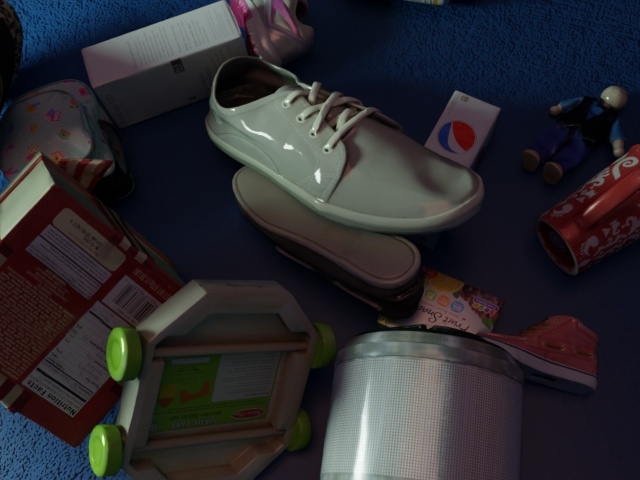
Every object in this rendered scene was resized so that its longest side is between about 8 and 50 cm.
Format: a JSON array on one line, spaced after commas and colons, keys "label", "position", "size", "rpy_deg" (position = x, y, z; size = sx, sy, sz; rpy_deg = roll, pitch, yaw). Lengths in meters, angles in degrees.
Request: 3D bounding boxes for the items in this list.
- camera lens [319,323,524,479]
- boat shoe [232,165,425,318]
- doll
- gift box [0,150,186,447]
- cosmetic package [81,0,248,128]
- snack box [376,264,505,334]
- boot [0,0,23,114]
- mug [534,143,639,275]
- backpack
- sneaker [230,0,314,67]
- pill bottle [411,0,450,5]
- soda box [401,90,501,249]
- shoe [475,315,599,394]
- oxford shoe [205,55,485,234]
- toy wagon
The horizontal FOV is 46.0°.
[{"label": "camera lens", "position": [0.112, 0.244, 0.842], "size": [0.219, 0.219, 0.274], "rpy_deg": [5, 68, 7]}, {"label": "boat shoe", "position": [0.000, 0.000, 1.020], "size": [0.112, 0.095, 0.335], "rpy_deg": [-38, 51, -24]}, {"label": "doll", "position": [0.377, -0.156, 1.081], "size": [0.129, 0.046, 0.189], "rpy_deg": [37, 69, 28]}, {"label": "gift box", "position": [-0.301, 0.049, 0.916], "size": [0.276, 0.255, 0.258], "rpy_deg": [-45, 27, -9]}, {"label": "cosmetic package", "position": [-0.227, -0.265, 1.146], "size": [0.231, 0.117, 0.085], "rpy_deg": [-22, 66, -3]}, {"label": "snack box", "position": [0.158, 0.098, 0.998], "size": [0.141, 0.037, 0.100], "rpy_deg": [23, 72, 14]}, {"label": "boot", "position": [-0.551, -0.166, 1.104], "size": [0.138, 0.377, 0.284], "rpy_deg": [22, 30, -25]}, {"label": "mug", "position": [0.374, -0.048, 0.988], "size": [0.169, 0.150, 0.113], "rpy_deg": [-32, 44, -3]}, {"label": "backpack", "position": [-0.380, -0.140, 1.095], "size": [0.166, 0.144, 0.188], "rpy_deg": [-22, 61, 2]}, {"label": "sneaker", "position": [-0.081, -0.375, 1.195], "size": [0.111, 0.103, 0.252], "rpy_deg": [-17, 73, -7]}, {"label": "pill bottle", "position": [0.147, -0.436, 1.182], "size": [0.215, 0.117, 0.117], "rpy_deg": [11, 69, 10]}, {"label": "soda box", "position": [0.175, -0.101, 1.065], "size": [0.074, 0.069, 0.216], "rpy_deg": [25, 72, 15]}, {"label": "shoe", "position": [0.269, 0.130, 0.948], "size": [0.178, 0.063, 0.081], "rpy_deg": [19, 65, -8]}, {"label": "oxford shoe", "position": [0.009, -0.136, 1.001], "size": [0.449, 0.130, 0.169], "rpy_deg": [28, 49, 31]}, {"label": "toy wagon", "position": [-0.131, 0.211, 0.878], "size": [0.068, 0.267, 0.344], "rpy_deg": [35, 115, 50]}]
